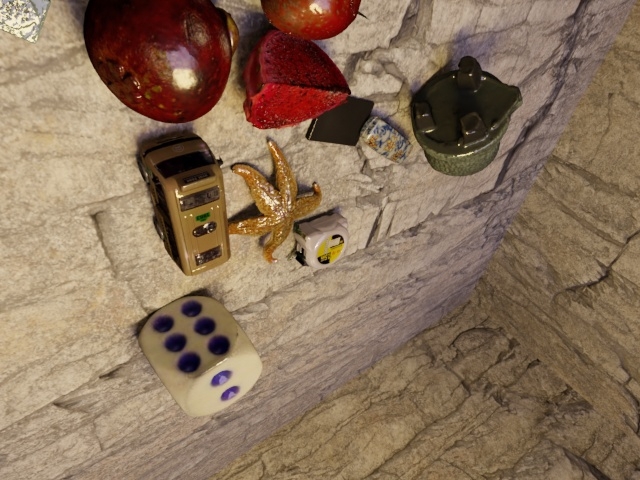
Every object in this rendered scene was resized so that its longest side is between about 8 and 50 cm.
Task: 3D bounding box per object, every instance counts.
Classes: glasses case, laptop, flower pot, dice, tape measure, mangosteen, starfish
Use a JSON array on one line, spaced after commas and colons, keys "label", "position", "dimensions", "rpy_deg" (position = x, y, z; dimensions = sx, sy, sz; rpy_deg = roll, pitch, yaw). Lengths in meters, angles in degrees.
[{"label": "glasses case", "position": [0.201, -0.295, 1.208], "dimensions": [0.248, 0.065, 0.086], "rpy_deg": [14, 113, -55]}, {"label": "laptop", "position": [0.055, -0.320, 1.072], "dimensions": [0.197, 0.016, 0.135], "rpy_deg": [-6, 131, -47]}, {"label": "flower pot", "position": [0.423, -0.357, 1.182], "dimensions": [0.299, 0.299, 0.283], "rpy_deg": [-47, 153, 4]}, {"label": "dice", "position": [-0.336, 0.321, 1.141], "dimensions": [0.243, 0.259, 0.251], "rpy_deg": [-32, 145, -22]}, {"label": "tape measure", "position": [-0.002, 0.004, 1.297], "dimensions": [0.196, 0.105, 0.178], "rpy_deg": [-18, 132, -37]}, {"label": "mangosteen", "position": [-0.225, -0.311, 0.624], "dimensions": [0.215, 0.215, 0.257], "rpy_deg": [81, 30, -52]}, {"label": "starfish", "position": [-0.114, -0.085, 1.077], "dimensions": [0.327, 0.094, 0.374], "rpy_deg": [-11, 130, -38]}]

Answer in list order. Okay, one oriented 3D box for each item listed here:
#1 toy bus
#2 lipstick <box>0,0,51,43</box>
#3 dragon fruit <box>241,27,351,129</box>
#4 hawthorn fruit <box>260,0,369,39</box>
[{"label": "toy bus", "position": [-0.276, -0.067, 0.857], "dimensions": [0.140, 0.157, 0.289], "rpy_deg": [-24, 142, -29]}, {"label": "lipstick", "position": [-0.480, -0.325, 0.427], "dimensions": [0.318, 0.068, 0.066], "rpy_deg": [11, 120, -52]}, {"label": "dragon fruit", "position": [-0.062, -0.326, 0.826], "dimensions": [0.262, 0.163, 0.189], "rpy_deg": [-13, 107, -44]}, {"label": "hawthorn fruit", "position": [0.002, -0.439, 0.727], "dimensions": [0.235, 0.181, 0.181], "rpy_deg": [7, 122, -46]}]
